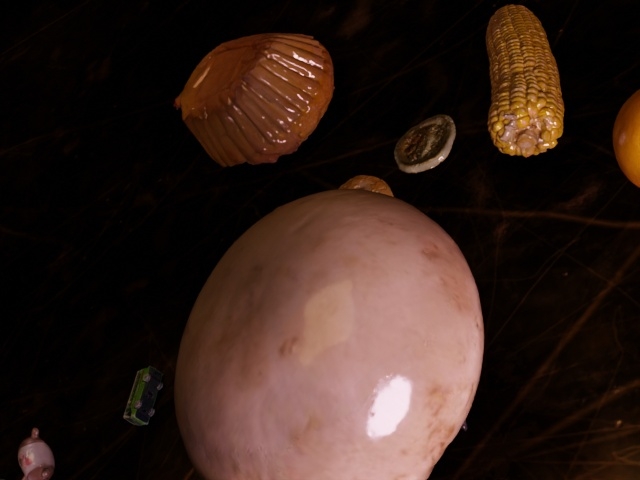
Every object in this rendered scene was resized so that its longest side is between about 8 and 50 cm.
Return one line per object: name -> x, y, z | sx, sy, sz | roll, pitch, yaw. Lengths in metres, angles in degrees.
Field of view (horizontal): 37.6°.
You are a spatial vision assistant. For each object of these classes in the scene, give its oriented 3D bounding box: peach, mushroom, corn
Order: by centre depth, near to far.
mushroom -> 0.022, 0.130, 0.983 | 0.362, 0.294, 0.362 | -32, 43, 35
peach -> 0.383, -0.111, 1.019 | 0.138, 0.138, 0.138 | -23, 41, 22
corn -> 0.267, -0.222, 1.262 | 0.101, 0.101, 0.292 | -23, 38, 23

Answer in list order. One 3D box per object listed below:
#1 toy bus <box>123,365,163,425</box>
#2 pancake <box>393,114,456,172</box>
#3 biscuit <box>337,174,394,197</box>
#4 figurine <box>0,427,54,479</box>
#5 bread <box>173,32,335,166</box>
toy bus -> -0.252, 0.221, 1.335 | 0.037, 0.031, 0.083 | -21, 42, 35
pancake -> 0.150, -0.138, 1.343 | 0.108, 0.017, 0.108 | -27, 38, 24
biscuit -> 0.000, 0.000, 1.330 | 0.247, 0.029, 0.118 | -41, 38, 2
figurine -> -0.359, 0.352, 1.232 | 0.260, 0.102, 0.205 | 5, 82, 48
bread -> -0.106, -0.246, 1.567 | 0.274, 0.149, 0.274 | -27, 43, 28
